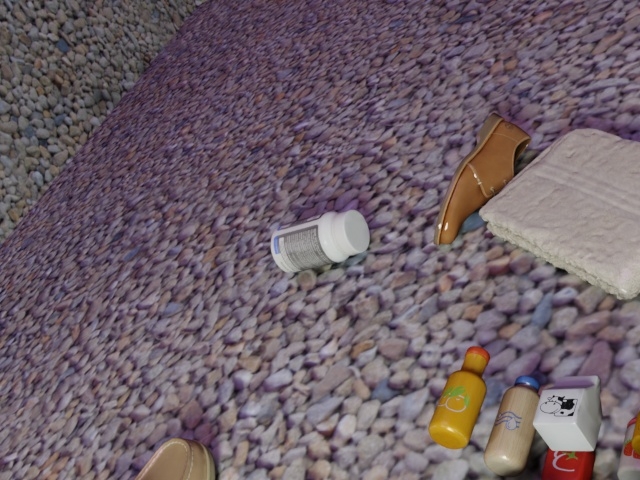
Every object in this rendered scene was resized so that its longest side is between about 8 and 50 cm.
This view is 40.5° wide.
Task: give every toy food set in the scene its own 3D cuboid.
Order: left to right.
[{"bbox_3d":[0.225,0.155,0.785,0.232,0.111,0.105,-12,38,42],"label":"toy food set"}]

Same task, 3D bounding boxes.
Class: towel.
[{"bbox_3d":[0.329,-0.040,1.025,0.187,0.049,0.282,-42,30,-5],"label":"towel"}]

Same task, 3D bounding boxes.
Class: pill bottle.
[{"bbox_3d":[0.000,0.000,1.300,0.137,0.078,0.078,-14,36,36],"label":"pill bottle"}]

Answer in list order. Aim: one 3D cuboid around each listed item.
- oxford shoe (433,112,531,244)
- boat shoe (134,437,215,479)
[{"bbox_3d":[0.221,-0.077,1.183,0.076,0.076,0.212,28,75,16],"label":"oxford shoe"},{"bbox_3d":[-0.227,0.358,0.994,0.121,0.110,0.341,-15,36,35],"label":"boat shoe"}]
